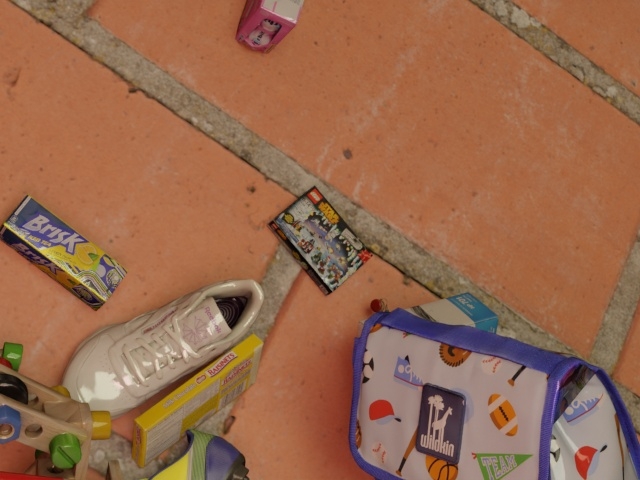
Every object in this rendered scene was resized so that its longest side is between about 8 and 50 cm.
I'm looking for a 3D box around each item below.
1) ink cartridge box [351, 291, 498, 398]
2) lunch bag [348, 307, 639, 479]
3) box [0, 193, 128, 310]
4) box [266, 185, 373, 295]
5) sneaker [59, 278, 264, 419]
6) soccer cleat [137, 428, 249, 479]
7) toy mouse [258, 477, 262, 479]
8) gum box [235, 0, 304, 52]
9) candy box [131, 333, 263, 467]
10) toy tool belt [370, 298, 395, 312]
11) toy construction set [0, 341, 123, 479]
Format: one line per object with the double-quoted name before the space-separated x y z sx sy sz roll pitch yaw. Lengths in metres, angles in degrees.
"ink cartridge box" 0.147 0.167 1.898 0.190 0.139 0.082 -12 34 -27
"lunch bag" 0.224 0.275 1.717 0.239 0.328 0.385 -42 127 -32
"box" -0.341 0.017 1.774 0.169 0.054 0.059 38 61 -8
"box" 0.000 0.000 1.956 0.137 0.027 0.094 50 59 -2
"sneaker" -0.204 0.128 1.746 0.305 0.152 0.114 -32 89 -29
"soccer cleat" -0.206 0.369 1.712 0.121 0.093 0.289 30 63 13
"toy mouse" -0.079 0.419 1.770 0.143 0.031 0.161 44 65 -22
"gum box" -0.062 -0.381 2.010 0.062 0.107 0.188 23 65 -17
"candy box" -0.161 0.210 1.765 0.206 0.105 0.027 -35 64 -31
"toy tool belt" 0.100 0.126 1.953 0.051 0.052 0.083 4 70 -54
"toy construction set" -0.294 0.274 1.553 0.237 0.309 0.257 10 91 -18
